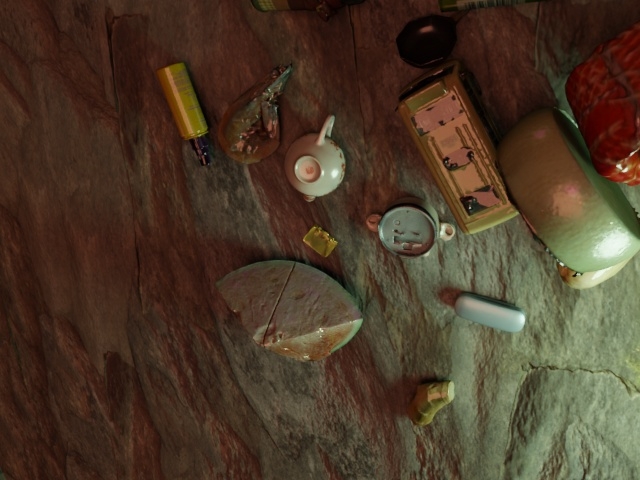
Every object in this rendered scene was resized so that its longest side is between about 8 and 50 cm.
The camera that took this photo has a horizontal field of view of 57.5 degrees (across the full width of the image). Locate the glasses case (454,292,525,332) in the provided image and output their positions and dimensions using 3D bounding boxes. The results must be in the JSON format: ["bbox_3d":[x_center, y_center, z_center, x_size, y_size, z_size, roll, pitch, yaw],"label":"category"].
[{"bbox_3d":[0.438,0.187,1.513,0.179,0.045,0.067,16,116,14],"label":"glasses case"}]

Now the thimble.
[{"bbox_3d":[0.650,-0.257,1.055,0.350,0.350,0.230,-22,68,26],"label":"thimble"}]

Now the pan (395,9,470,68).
[{"bbox_3d":[0.273,-0.446,1.290,0.202,0.048,0.128,-14,69,15],"label":"pan"}]

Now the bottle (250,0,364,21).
[{"bbox_3d":[-0.021,-0.573,1.306,0.271,0.143,0.156,8,114,15],"label":"bottle"}]

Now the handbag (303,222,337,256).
[{"bbox_3d":[0.000,0.000,1.603,0.083,0.027,0.061,38,118,-2],"label":"handbag"}]

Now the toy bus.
[{"bbox_3d":[0.317,-0.209,1.304,0.177,0.202,0.365,-26,100,27],"label":"toy bus"}]

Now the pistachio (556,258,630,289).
[{"bbox_3d":[0.639,0.028,1.343,0.200,0.117,0.145,-43,130,18],"label":"pistachio"}]

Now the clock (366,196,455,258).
[{"bbox_3d":[0.226,-0.029,1.490,0.229,0.063,0.155,10,113,17],"label":"clock"}]

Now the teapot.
[{"bbox_3d":[-0.011,-0.203,1.487,0.159,0.116,0.245,33,113,16],"label":"teapot"}]

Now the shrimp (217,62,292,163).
[{"bbox_3d":[-0.152,-0.318,1.507,0.164,0.062,0.317,43,123,-6],"label":"shrimp"}]

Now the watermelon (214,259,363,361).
[{"bbox_3d":[-0.088,0.213,1.639,0.292,0.319,0.222,56,160,34],"label":"watermelon"}]

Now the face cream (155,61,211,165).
[{"bbox_3d":[-0.353,-0.332,1.560,0.078,0.078,0.273,-12,107,23],"label":"face cream"}]

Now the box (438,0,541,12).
[{"bbox_3d":[0.411,-0.550,1.181,0.346,0.097,0.134,2,101,20],"label":"box"}]

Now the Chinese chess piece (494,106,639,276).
[{"bbox_3d":[0.502,-0.102,1.187,0.146,0.349,0.349,-35,97,32],"label":"Chinese chess piece"}]

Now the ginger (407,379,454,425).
[{"bbox_3d":[0.310,0.459,1.660,0.095,0.069,0.190,20,119,-17],"label":"ginger"}]
